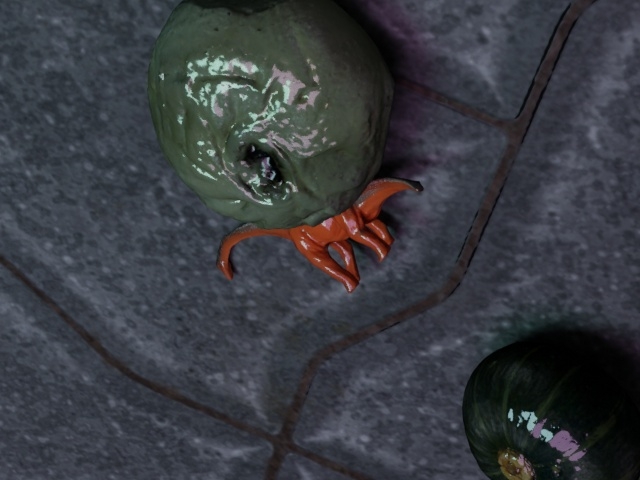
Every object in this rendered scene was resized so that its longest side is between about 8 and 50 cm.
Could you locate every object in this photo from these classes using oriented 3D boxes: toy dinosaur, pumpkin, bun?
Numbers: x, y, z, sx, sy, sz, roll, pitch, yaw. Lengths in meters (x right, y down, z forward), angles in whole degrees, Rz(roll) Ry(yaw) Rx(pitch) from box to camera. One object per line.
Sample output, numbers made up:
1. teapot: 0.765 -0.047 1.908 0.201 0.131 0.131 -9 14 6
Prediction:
1. toy dinosaur: 0.003 -0.003 1.703 0.279 0.055 0.101 -34 92 43
2. pumpkin: 0.201 0.162 1.708 0.167 0.125 0.167 23 127 35
3. bun: -0.048 -0.103 1.581 0.221 0.108 0.221 18 132 21
